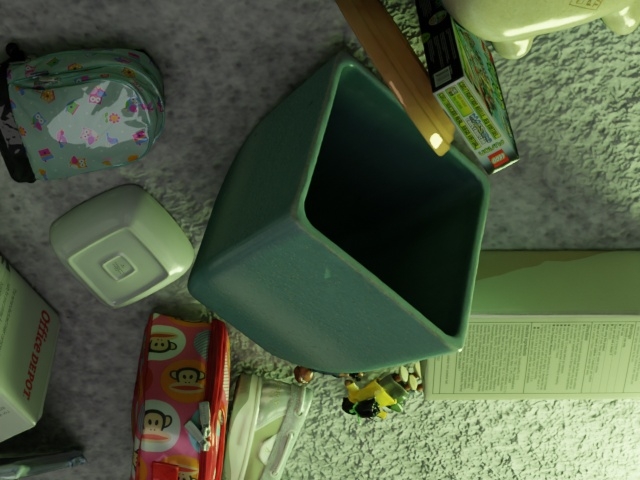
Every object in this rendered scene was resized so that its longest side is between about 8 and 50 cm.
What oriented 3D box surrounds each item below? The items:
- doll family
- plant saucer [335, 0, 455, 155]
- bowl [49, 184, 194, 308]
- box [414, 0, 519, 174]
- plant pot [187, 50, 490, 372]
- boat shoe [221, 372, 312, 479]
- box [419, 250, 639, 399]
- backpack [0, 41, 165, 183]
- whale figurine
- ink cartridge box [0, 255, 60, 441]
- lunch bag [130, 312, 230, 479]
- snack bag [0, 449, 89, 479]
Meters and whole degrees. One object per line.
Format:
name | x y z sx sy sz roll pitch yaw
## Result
doll family | 0.048 0.169 1.728 0.111 0.076 0.193 -29 118 25
plant saucer | 0.080 -0.177 1.386 0.037 0.200 0.200 -32 122 9
bowl | -0.234 0.016 1.616 0.142 0.053 0.142 -27 122 18
box | 0.144 -0.169 1.383 0.036 0.207 0.114 -28 124 18
plant pot | 0.000 0.000 1.499 0.247 0.248 0.252 38 136 -26
boat shoe | -0.076 0.313 1.808 0.103 0.118 0.320 7 120 0
box | 0.275 0.101 1.644 0.311 0.121 0.148 1 127 -1
backpack | -0.253 -0.133 1.463 0.182 0.115 0.152 -10 124 4
whale figurine | 0.223 -0.284 1.365 0.272 0.141 0.216 4 126 -35
ink cartridge box | -0.433 0.083 1.571 0.114 0.198 0.273 -26 123 18
lunch bag | -0.178 0.261 1.674 0.120 0.258 0.293 6 127 -5
snack bag | -0.488 0.282 1.700 0.342 0.323 0.037 -5 83 4
